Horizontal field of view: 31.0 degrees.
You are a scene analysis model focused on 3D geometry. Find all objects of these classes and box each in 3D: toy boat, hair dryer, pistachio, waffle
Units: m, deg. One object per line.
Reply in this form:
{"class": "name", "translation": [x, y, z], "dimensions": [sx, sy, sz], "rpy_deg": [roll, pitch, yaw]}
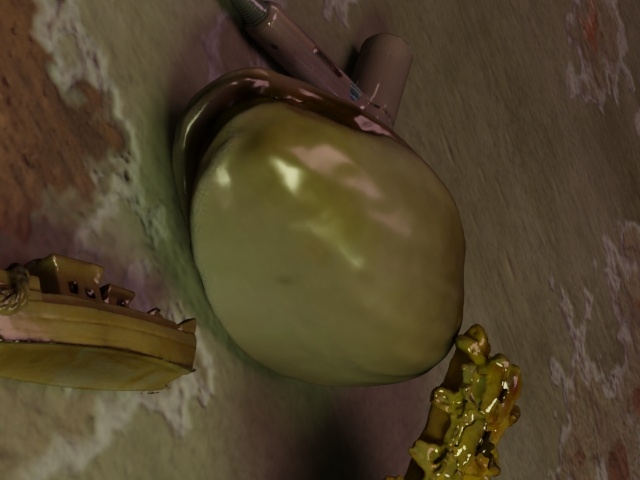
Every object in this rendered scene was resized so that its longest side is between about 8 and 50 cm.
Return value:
{"class": "toy boat", "translation": [-0.149, 0.047, 0.691], "dimensions": [0.206, 0.064, 0.072], "rpy_deg": [20, 45, -56]}
{"class": "hair dryer", "translation": [-0.007, -0.166, 1.006], "dimensions": [0.220, 0.054, 0.195], "rpy_deg": [48, 41, -29]}
{"class": "pistachio", "translation": [0.000, 0.000, 0.862], "dimensions": [0.288, 0.197, 0.166], "rpy_deg": [44, 2, -29]}
{"class": "waffle", "translation": [0.062, 0.222, 0.846], "dimensions": [0.293, 0.069, 0.259], "rpy_deg": [-38, 141, -39]}
